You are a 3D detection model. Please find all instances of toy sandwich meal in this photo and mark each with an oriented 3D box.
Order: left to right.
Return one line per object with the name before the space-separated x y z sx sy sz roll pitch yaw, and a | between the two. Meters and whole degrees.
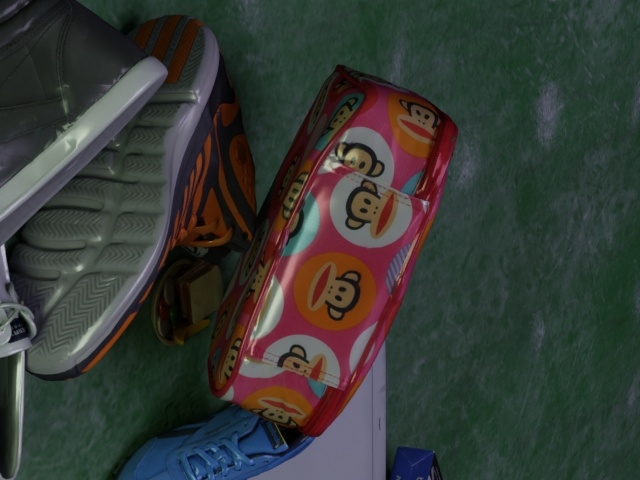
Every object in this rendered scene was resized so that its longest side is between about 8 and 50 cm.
toy sandwich meal | -0.115 0.054 1.593 0.085 0.029 0.086 -32 128 -56

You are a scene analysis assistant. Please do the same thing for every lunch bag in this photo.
lunch bag | 0.000 0.000 1.538 0.258 0.120 0.293 -120 -126 -76

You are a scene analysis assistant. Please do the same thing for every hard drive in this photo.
hard drive | -0.032 0.240 1.808 0.353 0.047 0.233 -33 128 -55

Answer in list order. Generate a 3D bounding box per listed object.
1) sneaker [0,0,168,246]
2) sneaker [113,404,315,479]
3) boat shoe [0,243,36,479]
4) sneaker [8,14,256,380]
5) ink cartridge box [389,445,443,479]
sneaker | -0.256 -0.062 1.216 0.296 0.147 0.104 -44 180 -8
sneaker | -0.084 0.181 1.581 0.209 0.082 0.069 -22 88 -33
boat shoe | -0.236 0.064 1.305 0.083 0.075 0.226 -27 123 -58
sneaker | -0.127 -0.004 1.444 0.321 0.124 0.180 -66 150 -25
ink cartridge box | 0.113 0.322 2.083 0.207 0.046 0.097 71 30 -58
